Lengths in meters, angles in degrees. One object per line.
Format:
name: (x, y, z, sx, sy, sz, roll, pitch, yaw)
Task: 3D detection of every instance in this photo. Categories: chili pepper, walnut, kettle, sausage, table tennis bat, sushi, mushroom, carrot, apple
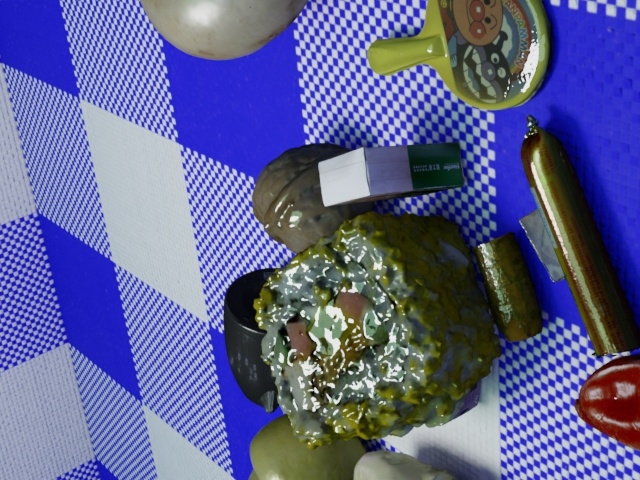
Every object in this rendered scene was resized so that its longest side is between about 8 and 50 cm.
chili pepper: (0.451, 0.234, 1.578, 0.144, 0.136, 0.253, 45, 161, -18)
walnut: (-0.011, -0.075, 1.938, 0.224, 0.224, 0.224, 34, 137, 40)
kettle: (-0.103, 0.212, 2.311, 0.268, 0.207, 0.290, -93, 6, -51)
sausage: (0.366, -0.009, 1.562, 0.082, 0.082, 0.371, -18, 95, 58)
table tennis bat: (0.200, -0.301, 1.633, 0.369, 0.054, 0.224, 2, 111, 51)
sushi: (0.090, 0.165, 1.817, 0.396, 0.240, 0.351, -35, 71, 37)
mushroom: (-0.150, -0.491, 1.860, 0.362, 0.295, 0.362, -1, 88, 35)
carrot: (0.299, 0.075, 1.712, 0.082, 0.082, 0.173, -12, 96, 58)
apple: (-0.033, 0.508, 2.306, 0.254, 0.292, 0.292, -119, 22, -56)

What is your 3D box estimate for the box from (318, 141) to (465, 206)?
box: (0.115, -0.108, 1.742, 0.135, 0.199, 0.081, -12, 84, 58)

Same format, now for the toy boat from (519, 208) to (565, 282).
toy boat: (0.352, 0.006, 1.647, 0.115, 0.016, 0.063, 62, 149, 7)

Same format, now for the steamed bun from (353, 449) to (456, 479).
steamed bun: (0.204, 0.579, 2.032, 0.352, 0.247, 0.339, 23, 113, 59)

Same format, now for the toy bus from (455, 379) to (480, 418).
toy bus: (0.193, 0.238, 1.964, 0.199, 0.096, 0.108, 33, 132, 38)
